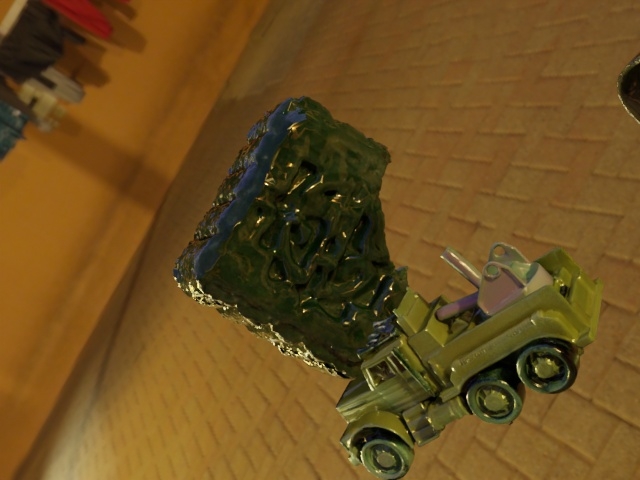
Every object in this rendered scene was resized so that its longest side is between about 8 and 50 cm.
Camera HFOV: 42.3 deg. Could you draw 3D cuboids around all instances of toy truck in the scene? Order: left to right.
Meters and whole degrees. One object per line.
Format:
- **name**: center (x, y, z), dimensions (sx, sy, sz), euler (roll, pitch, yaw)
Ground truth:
- **toy truck**: center (0.112, 0.093, 0.730), dimensions (0.259, 0.135, 0.128), euler (-43, 3, 33)

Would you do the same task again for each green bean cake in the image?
- **green bean cake**: center (0.000, 0.000, 1.121), dimensions (0.308, 0.300, 0.169), euler (-63, 18, -13)

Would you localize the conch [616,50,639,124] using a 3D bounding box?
- **conch**: center (0.421, -0.150, 0.840), dimensions (0.187, 0.181, 0.124), euler (-10, 27, 52)
